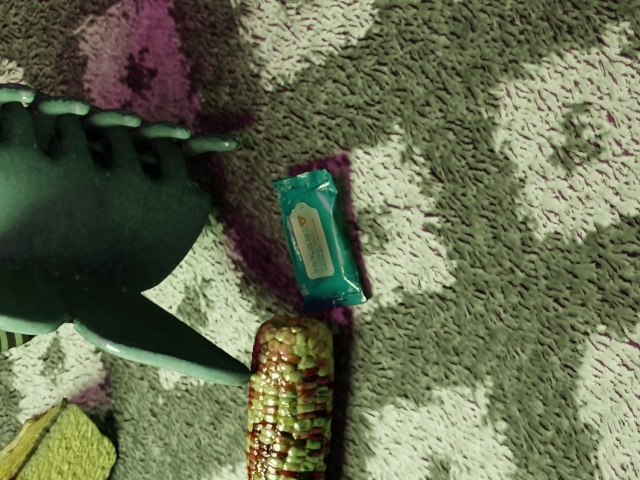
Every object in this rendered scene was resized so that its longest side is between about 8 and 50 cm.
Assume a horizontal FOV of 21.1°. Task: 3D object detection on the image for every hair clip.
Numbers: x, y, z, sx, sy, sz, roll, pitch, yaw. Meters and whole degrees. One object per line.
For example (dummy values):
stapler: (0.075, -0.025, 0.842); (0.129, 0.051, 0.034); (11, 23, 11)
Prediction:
hair clip: (-0.264, -0.025, 1.715); (0.392, 0.318, 0.238); (14, 91, 53)

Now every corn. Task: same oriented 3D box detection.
corn: (-0.032, 0.199, 1.698); (0.086, 0.086, 0.253); (9, 100, 39)

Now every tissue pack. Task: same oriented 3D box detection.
tissue pack: (0.000, 0.000, 1.693); (0.085, 0.028, 0.138); (-12, 91, 43)

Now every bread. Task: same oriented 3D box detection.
bread: (-0.362, 0.277, 1.873); (0.178, 0.135, 0.240); (11, 57, 38)

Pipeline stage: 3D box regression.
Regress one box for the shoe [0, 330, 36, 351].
shoe: (-0.380, 0.100, 1.930); (0.049, 0.179, 0.071); (-140, 32, -72)
